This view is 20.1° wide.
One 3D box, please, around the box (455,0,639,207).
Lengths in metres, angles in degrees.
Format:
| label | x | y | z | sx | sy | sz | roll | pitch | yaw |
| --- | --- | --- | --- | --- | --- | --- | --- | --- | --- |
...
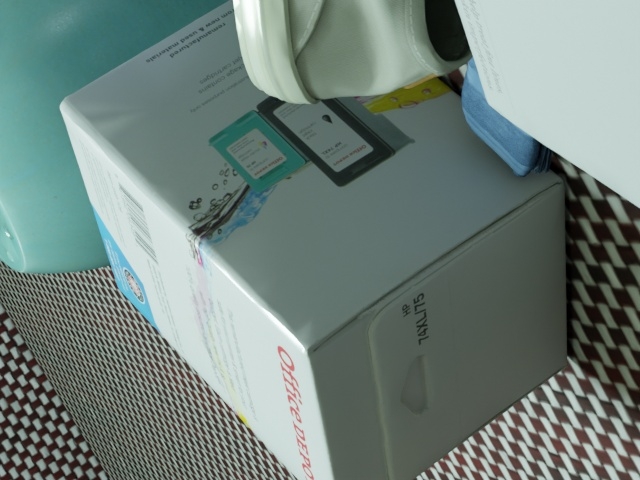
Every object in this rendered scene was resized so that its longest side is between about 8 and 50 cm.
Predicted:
| label | x | y | z | sx | sy | sz | roll | pitch | yaw |
| --- | --- | --- | --- | --- | --- | --- | --- | --- | --- |
| box | 0.144 | -0.109 | 0.714 | 0.182 | 0.119 | 0.181 | 40 | 163 | 41 |

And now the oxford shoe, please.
| label | x | y | z | sx | sy | sz | roll | pitch | yaw |
| --- | --- | --- | --- | --- | --- | --- | --- | --- | --- |
| oxford shoe | 0.018 | -0.254 | 0.835 | 0.130 | 0.169 | 0.449 | 5 | 132 | 13 |

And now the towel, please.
| label | x | y | z | sx | sy | sz | roll | pitch | yaw |
| --- | --- | --- | --- | --- | --- | --- | --- | --- | --- |
| towel | 0.108 | -0.090 | 1.013 | 0.067 | 0.029 | 0.119 | 47 | 161 | 25 |

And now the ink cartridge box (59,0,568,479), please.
| label | x | y | z | sx | sy | sz | roll | pitch | yaw |
| --- | --- | --- | --- | --- | --- | --- | --- | --- | --- |
| ink cartridge box | 0.000 | 0.000 | 1.171 | 0.270 | 0.197 | 0.198 | 44 | 158 | 34 |

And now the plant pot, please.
| label | x | y | z | sx | sy | sz | roll | pitch | yaw |
| --- | --- | --- | --- | --- | --- | --- | --- | --- | --- |
| plant pot | -0.183 | -0.113 | 1.387 | 0.293 | 0.235 | 0.293 | 48 | 160 | 24 |
